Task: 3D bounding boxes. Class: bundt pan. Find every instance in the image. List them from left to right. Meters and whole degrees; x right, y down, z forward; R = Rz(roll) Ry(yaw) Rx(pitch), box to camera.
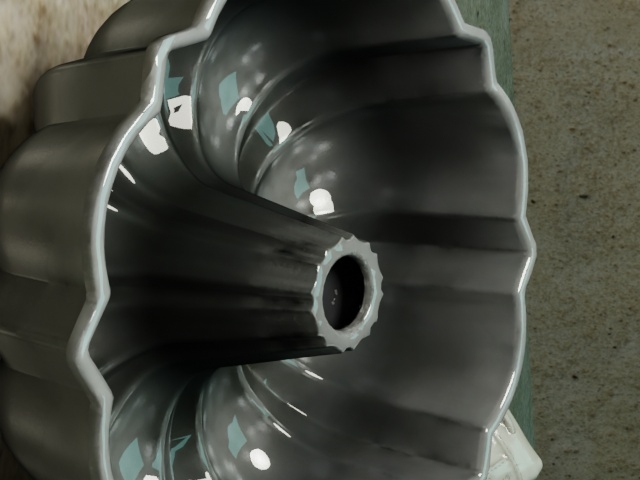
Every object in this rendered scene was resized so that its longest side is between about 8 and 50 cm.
[{"bbox_3d":[-0.034,0.020,0.749,0.331,0.124,0.330,-10,103,-51],"label":"bundt pan"}]

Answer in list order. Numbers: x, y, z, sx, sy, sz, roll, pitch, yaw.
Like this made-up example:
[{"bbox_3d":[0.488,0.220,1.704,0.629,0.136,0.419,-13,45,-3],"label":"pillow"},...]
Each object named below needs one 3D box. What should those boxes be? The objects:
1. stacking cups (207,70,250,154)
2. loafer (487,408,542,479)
[{"bbox_3d":[-0.063,0.028,0.897,0.096,0.096,0.316,-63,147,-62],"label":"stacking cups"},{"bbox_3d":[0.026,0.032,0.963,0.112,0.111,0.319,106,-39,-63],"label":"loafer"}]
